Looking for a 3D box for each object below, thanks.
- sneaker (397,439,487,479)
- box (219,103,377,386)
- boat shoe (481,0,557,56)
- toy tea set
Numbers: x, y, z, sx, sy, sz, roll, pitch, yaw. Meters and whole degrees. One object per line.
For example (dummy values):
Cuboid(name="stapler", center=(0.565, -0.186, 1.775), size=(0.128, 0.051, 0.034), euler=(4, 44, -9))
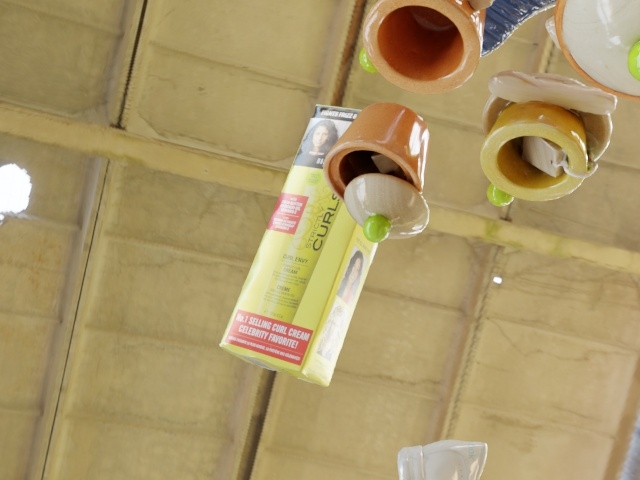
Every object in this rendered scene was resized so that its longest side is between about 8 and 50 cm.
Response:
Cuboid(name="sneaker", center=(0.136, 0.277, 0.694), size=(0.094, 0.080, 0.212), euler=(-14, -78, 8))
Cuboid(name="box", center=(0.000, 0.000, 0.674), size=(0.058, 0.087, 0.232), euler=(44, -116, -57))
Cuboid(name="boat shoe", center=(0.155, -0.211, 0.590), size=(0.066, 0.183, 0.066), euler=(26, -122, -28))
Cuboid(name="toy tea set", center=(0.101, -0.088, 0.461), size=(0.200, 0.336, 0.124), euler=(23, -126, 3))
